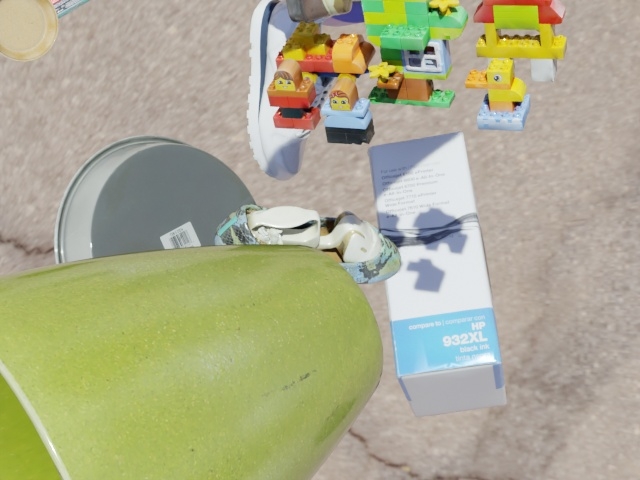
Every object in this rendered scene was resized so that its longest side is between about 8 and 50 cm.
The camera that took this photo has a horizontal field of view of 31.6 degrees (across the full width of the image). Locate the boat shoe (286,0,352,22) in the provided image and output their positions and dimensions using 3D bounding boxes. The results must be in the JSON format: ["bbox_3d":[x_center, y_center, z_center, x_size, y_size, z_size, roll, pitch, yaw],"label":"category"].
[{"bbox_3d":[-0.030,-0.325,1.119,0.073,0.080,0.224,-16,92,12],"label":"boat shoe"}]

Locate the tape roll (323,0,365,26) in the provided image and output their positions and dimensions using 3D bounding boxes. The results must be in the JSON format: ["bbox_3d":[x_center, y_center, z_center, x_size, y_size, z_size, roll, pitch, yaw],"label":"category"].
[{"bbox_3d":[0.036,-0.425,1.734,0.188,0.080,0.189,-2,96,-21],"label":"tape roll"}]

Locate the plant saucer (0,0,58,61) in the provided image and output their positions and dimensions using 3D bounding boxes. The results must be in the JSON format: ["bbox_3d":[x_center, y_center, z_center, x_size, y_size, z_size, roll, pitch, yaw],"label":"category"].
[{"bbox_3d":[-0.334,-0.242,1.261,0.083,0.015,0.084,-7,103,-31],"label":"plant saucer"}]

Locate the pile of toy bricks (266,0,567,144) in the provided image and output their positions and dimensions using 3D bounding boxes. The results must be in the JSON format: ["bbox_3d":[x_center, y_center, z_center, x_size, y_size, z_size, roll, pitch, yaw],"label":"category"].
[{"bbox_3d":[0.055,-0.141,0.783,0.118,0.212,0.105,-64,150,-44],"label":"pile of toy bricks"}]

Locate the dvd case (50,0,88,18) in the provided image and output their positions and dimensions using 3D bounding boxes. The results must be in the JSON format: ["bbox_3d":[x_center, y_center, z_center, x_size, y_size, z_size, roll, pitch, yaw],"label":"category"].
[{"bbox_3d":[-0.417,-0.400,1.767,0.087,0.013,0.119,-30,67,2],"label":"dvd case"}]

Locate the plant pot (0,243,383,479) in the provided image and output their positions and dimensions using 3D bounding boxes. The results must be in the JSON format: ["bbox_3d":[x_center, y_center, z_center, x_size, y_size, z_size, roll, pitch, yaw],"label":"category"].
[{"bbox_3d":[-0.103,0.116,0.805,0.293,0.274,0.275,-24,95,-36],"label":"plant pot"}]

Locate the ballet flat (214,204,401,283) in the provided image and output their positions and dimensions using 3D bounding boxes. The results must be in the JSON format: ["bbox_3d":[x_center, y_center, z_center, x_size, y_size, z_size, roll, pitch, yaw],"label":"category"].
[{"bbox_3d":[0.000,0.000,1.014,0.188,0.070,0.070,2,87,-27],"label":"ballet flat"}]

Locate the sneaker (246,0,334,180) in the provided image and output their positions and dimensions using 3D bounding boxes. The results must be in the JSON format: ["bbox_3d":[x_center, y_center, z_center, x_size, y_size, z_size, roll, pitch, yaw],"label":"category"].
[{"bbox_3d":[-0.032,-0.180,1.400,0.094,0.090,0.235,9,119,19],"label":"sneaker"}]

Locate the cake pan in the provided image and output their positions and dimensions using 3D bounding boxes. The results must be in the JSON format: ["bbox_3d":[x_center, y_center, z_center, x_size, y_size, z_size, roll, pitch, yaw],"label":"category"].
[{"bbox_3d":[-0.183,0.009,1.395,0.293,0.054,0.293,8,77,-37],"label":"cake pan"}]

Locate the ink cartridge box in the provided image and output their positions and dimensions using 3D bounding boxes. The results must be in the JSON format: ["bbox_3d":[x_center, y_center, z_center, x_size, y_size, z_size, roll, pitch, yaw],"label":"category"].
[{"bbox_3d":[0.152,0.048,1.455,0.129,0.223,0.308,-9,67,8],"label":"ink cartridge box"}]
